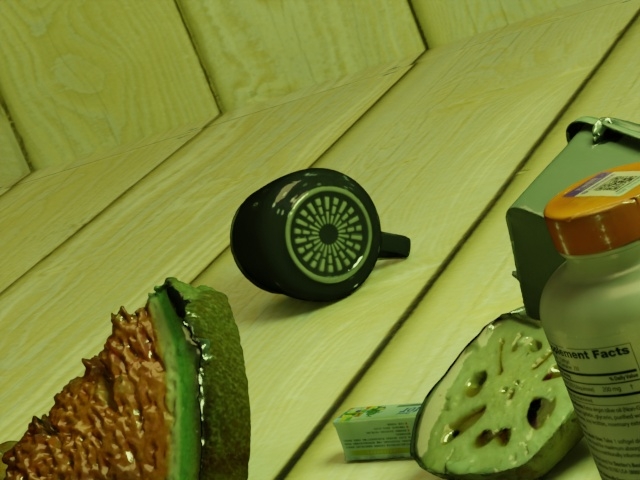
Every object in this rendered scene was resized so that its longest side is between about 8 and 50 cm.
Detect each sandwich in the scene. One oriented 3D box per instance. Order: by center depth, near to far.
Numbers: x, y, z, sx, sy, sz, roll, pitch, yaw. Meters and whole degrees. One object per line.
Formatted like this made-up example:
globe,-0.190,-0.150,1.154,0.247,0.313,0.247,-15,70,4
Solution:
sandwich,-0.190,0.208,1.974,0.301,0.250,0.162,-26,-32,23

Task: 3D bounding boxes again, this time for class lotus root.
lotus root,0.183,0.151,1.713,0.203,0.078,0.183,-47,30,-7

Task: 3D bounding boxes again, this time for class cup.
cup,0.000,0.000,2.470,0.223,0.169,0.176,9,-8,-25

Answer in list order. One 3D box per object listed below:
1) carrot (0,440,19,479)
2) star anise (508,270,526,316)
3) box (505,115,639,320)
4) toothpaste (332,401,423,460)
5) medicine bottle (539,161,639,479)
carrot,-0.366,0.307,2.035,0.078,0.078,0.298,-18,19,17
star anise,0.282,0.049,1.995,0.180,0.061,0.204,-9,20,4
box,0.270,0.022,1.773,0.163,0.243,0.135,24,54,39
toothpaste,0.084,0.183,1.843,0.164,0.046,0.034,-9,16,43
medicine bottle,0.258,0.090,1.419,0.157,0.289,0.157,-21,14,6
